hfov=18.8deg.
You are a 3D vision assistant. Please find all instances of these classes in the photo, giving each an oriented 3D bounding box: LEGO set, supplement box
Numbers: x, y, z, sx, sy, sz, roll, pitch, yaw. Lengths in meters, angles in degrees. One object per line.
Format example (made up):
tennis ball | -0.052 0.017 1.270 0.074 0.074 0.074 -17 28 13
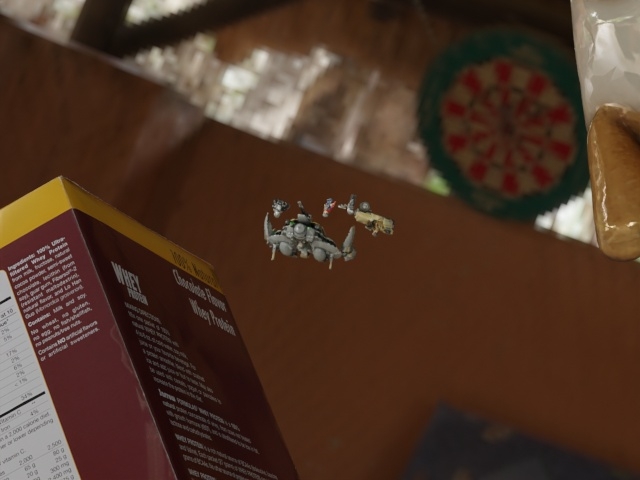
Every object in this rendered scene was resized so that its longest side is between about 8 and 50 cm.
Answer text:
LEGO set | -0.001 -0.001 0.953 0.054 0.023 0.083 23 -22 -15
supplement box | -0.112 0.101 0.997 0.194 0.129 0.191 66 13 22

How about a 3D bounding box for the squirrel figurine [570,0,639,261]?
squirrel figurine | 0.369 -0.134 1.358 0.370 0.281 0.397 -7 -7 10
